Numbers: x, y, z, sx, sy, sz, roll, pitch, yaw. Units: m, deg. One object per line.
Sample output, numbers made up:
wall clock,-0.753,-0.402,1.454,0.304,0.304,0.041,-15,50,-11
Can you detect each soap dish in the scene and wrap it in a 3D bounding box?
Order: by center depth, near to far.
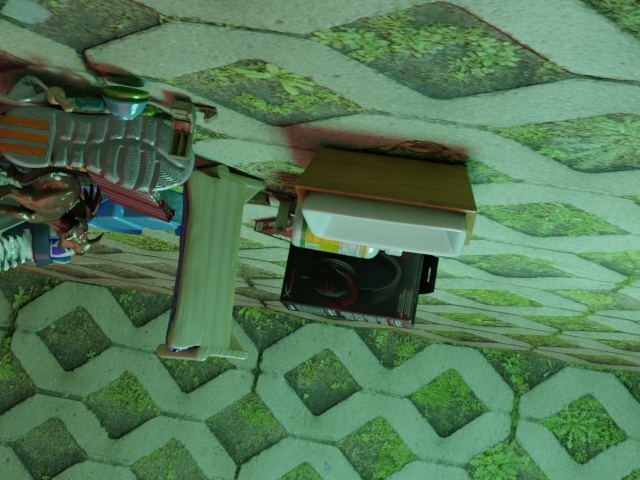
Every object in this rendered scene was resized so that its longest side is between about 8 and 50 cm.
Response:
soap dish,0.114,-0.063,1.610,0.291,0.118,0.229,9,168,7

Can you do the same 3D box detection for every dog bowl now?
dog bowl,-0.409,-0.067,2.134,0.297,0.074,0.166,1,165,35

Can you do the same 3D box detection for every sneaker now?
sneaker,-0.373,-0.167,1.562,0.321,0.125,0.180,12,-173,-27
sneaker,-0.713,0.013,2.283,0.236,0.130,0.323,6,-157,14

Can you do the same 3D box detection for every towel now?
towel,-0.349,-0.103,1.717,0.144,0.029,0.197,19,159,19

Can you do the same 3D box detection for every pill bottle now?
pill bottle,0.057,-0.030,1.811,0.208,0.118,0.117,10,168,2

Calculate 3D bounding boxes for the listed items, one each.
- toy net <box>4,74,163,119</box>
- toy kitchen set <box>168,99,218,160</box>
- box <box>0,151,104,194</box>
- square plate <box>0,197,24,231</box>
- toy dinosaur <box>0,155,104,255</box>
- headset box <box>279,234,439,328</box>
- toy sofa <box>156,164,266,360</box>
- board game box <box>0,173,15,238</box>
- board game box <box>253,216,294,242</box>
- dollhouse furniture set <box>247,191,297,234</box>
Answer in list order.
toy net,-0.362,-0.224,1.457,0.232,0.045,0.122,11,-163,10
toy kitchen set,-0.198,-0.168,1.481,0.068,0.075,0.083,9,172,-2
box,-0.482,-0.149,1.848,0.293,0.057,0.201,9,166,7
square plate,-0.744,-0.044,1.849,0.344,0.049,0.347,4,-159,32
toy dinosaur,-0.480,-0.083,1.739,0.200,0.127,0.296,14,160,-12
headset box,0.086,0.048,1.913,0.293,0.218,0.110,9,168,10
toy sofa,-0.230,0.044,1.813,0.177,0.363,0.150,11,170,-39
board game box,-0.773,-0.067,2.144,0.045,0.193,0.147,1,165,36
board game box,0.000,0.000,2.222,0.281,0.027,0.145,19,167,-36
dollhouse furniture set,-0.110,-0.048,1.952,0.114,0.081,0.091,6,167,19
